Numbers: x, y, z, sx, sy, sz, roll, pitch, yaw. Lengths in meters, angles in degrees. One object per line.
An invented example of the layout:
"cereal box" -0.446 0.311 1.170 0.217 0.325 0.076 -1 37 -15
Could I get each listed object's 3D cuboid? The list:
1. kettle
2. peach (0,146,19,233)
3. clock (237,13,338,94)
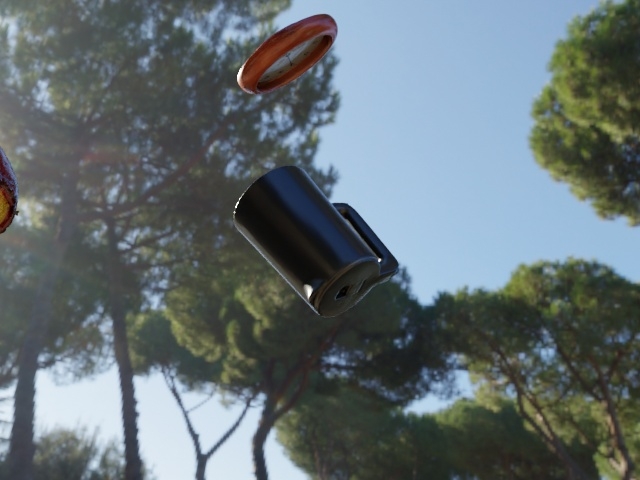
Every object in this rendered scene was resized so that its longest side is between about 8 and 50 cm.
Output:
"kettle" -0.011 0.010 1.795 0.203 0.308 0.262 -49 -28 12
"peach" -0.682 -0.104 1.547 0.196 0.190 0.226 -8 -76 34
"clock" -0.059 -0.333 1.426 0.051 0.205 0.205 55 -35 5
